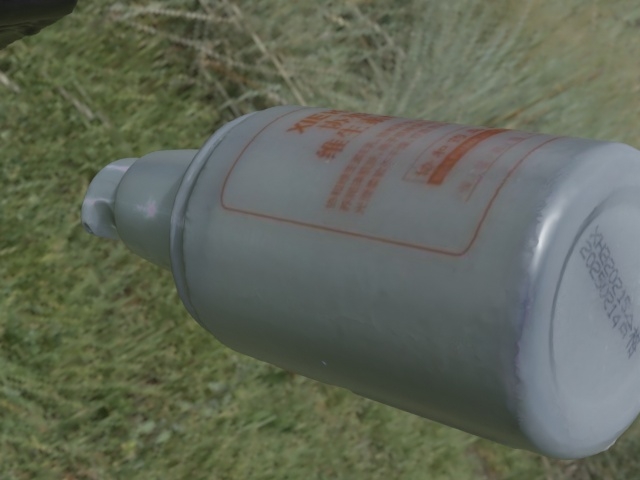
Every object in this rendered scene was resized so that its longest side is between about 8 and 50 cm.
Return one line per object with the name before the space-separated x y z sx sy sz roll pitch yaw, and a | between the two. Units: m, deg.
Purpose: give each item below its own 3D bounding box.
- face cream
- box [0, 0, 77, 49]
face cream | 0.000 0.000 0.456 0.101 0.252 0.101 -14 110 -44
box | -0.210 -0.266 0.599 0.058 0.211 0.350 -16 99 -31
